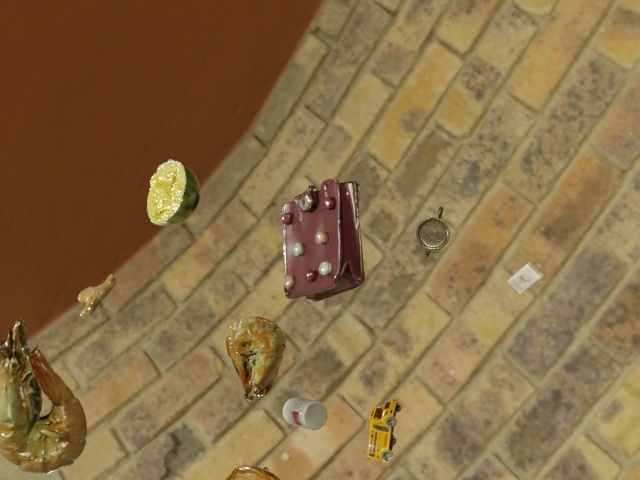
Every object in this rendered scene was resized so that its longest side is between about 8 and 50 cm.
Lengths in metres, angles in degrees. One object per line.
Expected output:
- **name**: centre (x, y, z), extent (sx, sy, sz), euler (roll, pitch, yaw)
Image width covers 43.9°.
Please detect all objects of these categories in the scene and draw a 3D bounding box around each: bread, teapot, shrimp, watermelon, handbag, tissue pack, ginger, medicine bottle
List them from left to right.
- **shrimp**: centre (-0.424, 0.237, 1.182), extent (0.061, 0.145, 0.267), euler (-69, -21, -71)
- **ginger**: centre (-0.422, 0.102, 1.494), extent (0.097, 0.048, 0.030), euler (-53, -30, -11)
- **watermelon**: centre (-0.224, -0.068, 1.237), extent (0.062, 0.105, 0.105), euler (22, -72, -43)
- **bread**: centre (-0.169, 0.643, 1.883), extent (0.199, 0.199, 0.104), euler (-29, -22, -27)
- **shrimp**: centre (-0.172, 0.310, 2.032), extent (0.062, 0.153, 0.294), euler (-70, -9, -60)
- **medicine bottle**: centre (-0.032, 0.353, 1.624), extent (0.058, 0.091, 0.058), euler (3, -96, -30)
- **handbag**: centre (-0.003, 0.000, 1.510), extent (0.073, 0.216, 0.203), euler (4, -14, -33)
- **teapot**: centre (0.258, -0.020, 1.806), extent (0.068, 0.076, 0.121), euler (26, -99, -81)
- **tissue pack**: centre (0.583, 0.108, 2.262), extent (0.023, 0.056, 0.108), euler (-41, -9, -36)

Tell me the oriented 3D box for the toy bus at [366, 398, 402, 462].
- **toy bus**: centre (0.157, 0.474, 1.996), extent (0.069, 0.074, 0.162), euler (-58, -25, -60)
